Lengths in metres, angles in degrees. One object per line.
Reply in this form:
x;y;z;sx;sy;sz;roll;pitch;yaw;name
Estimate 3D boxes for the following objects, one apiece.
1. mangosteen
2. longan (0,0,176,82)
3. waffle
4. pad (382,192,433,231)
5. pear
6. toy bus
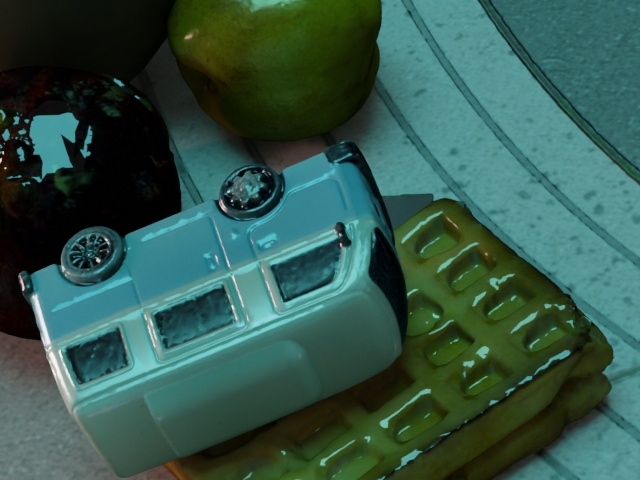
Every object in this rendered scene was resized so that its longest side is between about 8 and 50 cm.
-0.209;-0.036;1.661;0.231;0.231;0.289;12;10;25;mangosteen
-0.278;-0.306;1.788;0.336;0.404;0.404;1;43;-15;longan
0.038;0.122;1.494;0.328;0.098;0.224;-33;46;-15;waffle
0.000;0.000;1.683;0.188;0.006;0.113;-1;46;13;pad
-0.037;-0.181;1.741;0.200;0.200;0.200;-7;45;8;pear
-0.064;0.057;1.429;0.271;0.133;0.165;-23;50;2;toy bus
